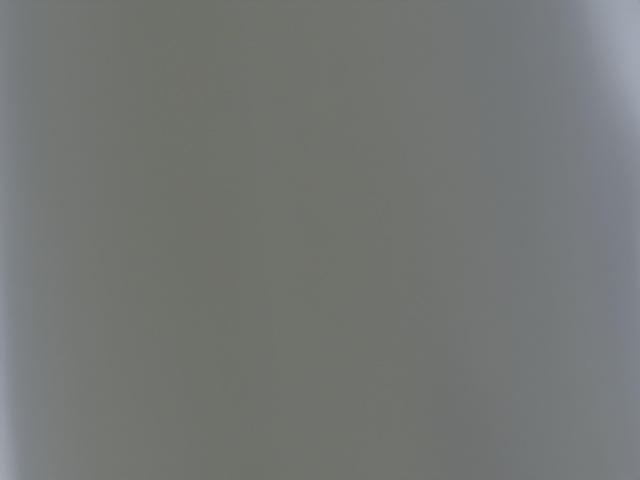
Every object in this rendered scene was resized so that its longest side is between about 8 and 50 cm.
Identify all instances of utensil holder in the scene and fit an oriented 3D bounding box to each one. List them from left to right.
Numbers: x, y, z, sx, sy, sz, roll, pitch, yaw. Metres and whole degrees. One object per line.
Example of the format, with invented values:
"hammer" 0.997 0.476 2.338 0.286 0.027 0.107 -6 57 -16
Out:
"utensil holder" 0.000 0.000 0.673 0.327 0.327 0.386 -5 -84 3
